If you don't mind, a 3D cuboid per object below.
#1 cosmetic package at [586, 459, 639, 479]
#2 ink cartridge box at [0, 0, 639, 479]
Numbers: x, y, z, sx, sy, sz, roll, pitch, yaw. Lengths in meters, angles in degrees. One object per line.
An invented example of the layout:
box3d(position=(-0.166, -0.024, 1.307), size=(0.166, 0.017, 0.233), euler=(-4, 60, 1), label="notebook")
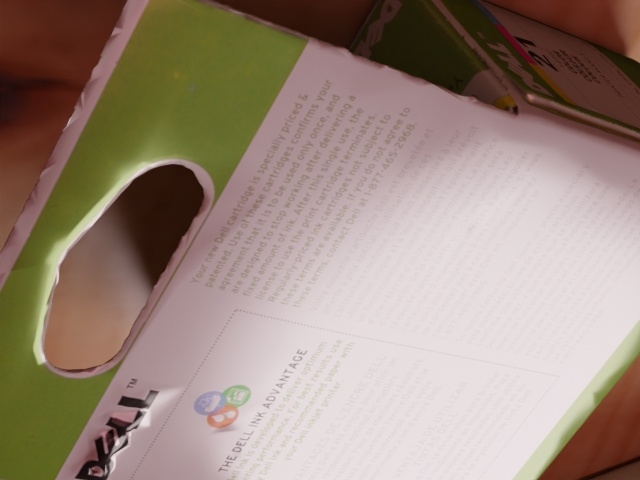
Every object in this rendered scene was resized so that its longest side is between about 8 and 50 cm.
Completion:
box3d(position=(0.195, 0.223, 0.732), size=(0.184, 0.151, 0.151), euler=(-19, 134, -14), label="cosmetic package")
box3d(position=(0.000, 0.000, 0.472), size=(0.255, 0.097, 0.188), euler=(14, 121, -34), label="ink cartridge box")
